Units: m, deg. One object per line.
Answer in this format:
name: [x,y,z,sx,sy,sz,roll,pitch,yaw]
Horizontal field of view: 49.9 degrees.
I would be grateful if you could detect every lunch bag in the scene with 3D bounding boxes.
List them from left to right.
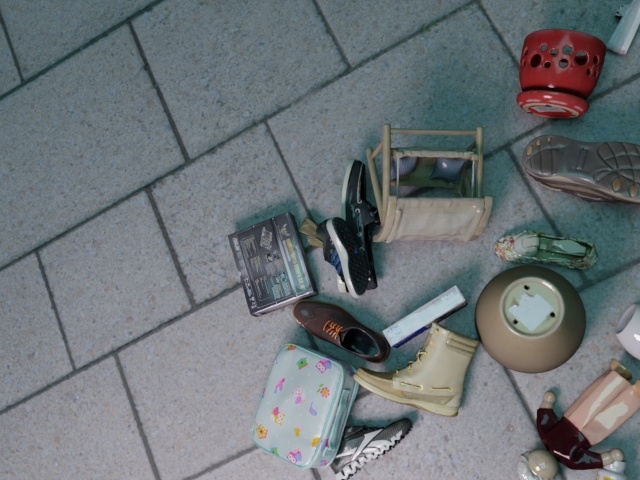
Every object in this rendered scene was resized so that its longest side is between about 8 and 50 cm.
lunch bag: [-0.033,0.406,1.668,0.223,0.108,0.279,15,84,33]

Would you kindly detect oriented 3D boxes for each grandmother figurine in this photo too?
grandmother figurine: [0.565,0.417,1.522,0.342,0.104,0.208,-46,41,1]

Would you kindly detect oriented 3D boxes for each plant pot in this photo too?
plant pot: [0.463,0.162,1.512,0.256,0.274,0.257,-3,79,15]
plant pot: [0.569,-0.390,1.645,0.191,0.191,0.174,11,91,17]

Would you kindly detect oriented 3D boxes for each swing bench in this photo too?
swing bench: [0.257,-0.129,1.640,0.253,0.165,0.255,-1,76,-13]

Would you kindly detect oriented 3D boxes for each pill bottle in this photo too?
pill bottle: [0.633,0.535,1.498,0.065,0.065,0.117,10,83,17]

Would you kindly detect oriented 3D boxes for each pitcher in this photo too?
pitcher: [0.773,0.204,1.509,0.207,0.125,0.178,30,67,9]

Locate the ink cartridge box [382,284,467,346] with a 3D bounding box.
ink cartridge box: [0.254,0.186,1.659,0.207,0.097,0.046,-33,72,7]

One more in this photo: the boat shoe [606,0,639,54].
boat shoe: [0.755,-0.548,1.690,0.063,0.066,0.184,21,95,18]

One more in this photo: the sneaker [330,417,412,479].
sneaker: [0.108,0.479,1.651,0.234,0.078,0.106,-37,74,8]

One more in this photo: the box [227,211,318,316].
box: [-0.127,0.062,1.812,0.182,0.056,0.231,-21,74,9]

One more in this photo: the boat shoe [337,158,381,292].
boat shoe: [0.110,-0.036,1.730,0.112,0.127,0.340,3,81,15]

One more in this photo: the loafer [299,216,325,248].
loafer: [0.000,0.000,1.793,0.050,0.056,0.148,-48,61,3]

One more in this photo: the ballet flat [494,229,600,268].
ballet flat: [0.534,0.013,1.626,0.240,0.077,0.091,4,73,17]

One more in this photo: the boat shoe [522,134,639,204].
boat shoe: [0.654,-0.156,1.601,0.355,0.130,0.133,21,82,24]

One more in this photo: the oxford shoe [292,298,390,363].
oxford shoe: [0.045,0.216,1.708,0.271,0.098,0.097,23,86,17]

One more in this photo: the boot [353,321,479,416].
boot: [0.224,0.283,1.612,0.261,0.095,0.204,17,94,1]

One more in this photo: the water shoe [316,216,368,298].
water shoe: [0.054,0.043,1.662,0.080,0.072,0.203,-19,89,48]
